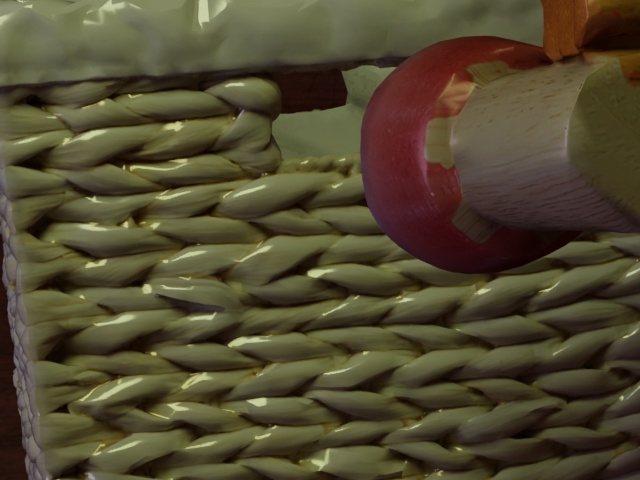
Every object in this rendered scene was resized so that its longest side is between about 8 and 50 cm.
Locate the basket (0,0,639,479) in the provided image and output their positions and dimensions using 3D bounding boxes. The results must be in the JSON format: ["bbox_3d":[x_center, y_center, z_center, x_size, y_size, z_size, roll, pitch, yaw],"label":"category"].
[{"bbox_3d":[0.000,0.000,0.945,0.331,0.328,0.266,-142,48,-76],"label":"basket"}]

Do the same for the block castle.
[{"bbox_3d":[0.242,-0.132,0.702,0.213,0.453,0.303,-178,87,-74],"label":"block castle"}]
